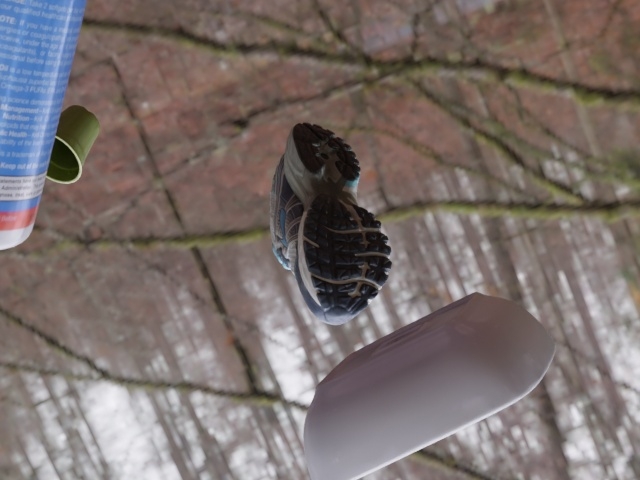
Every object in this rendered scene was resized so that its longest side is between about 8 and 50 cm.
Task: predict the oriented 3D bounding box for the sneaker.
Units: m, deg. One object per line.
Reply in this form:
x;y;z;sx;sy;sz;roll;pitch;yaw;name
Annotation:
0.000;0.000;1.443;0.122;0.110;0.283;-57;-153;37;sneaker

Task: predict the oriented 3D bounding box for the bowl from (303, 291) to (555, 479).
0.057;0.077;0.716;0.142;0.053;0.142;-27;180;18;bowl

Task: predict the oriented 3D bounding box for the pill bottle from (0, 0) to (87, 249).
-0.193;-0.116;0.686;0.124;0.222;0.124;16;-168;-4;pill bottle

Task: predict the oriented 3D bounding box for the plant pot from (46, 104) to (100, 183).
-0.319;-0.129;1.609;0.083;0.083;0.079;-14;-146;40;plant pot
